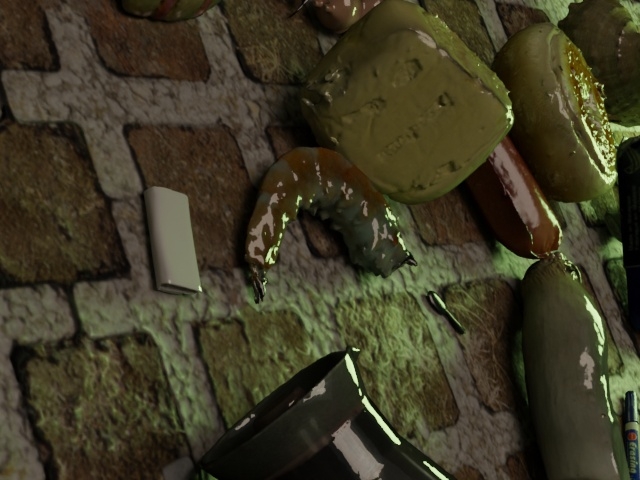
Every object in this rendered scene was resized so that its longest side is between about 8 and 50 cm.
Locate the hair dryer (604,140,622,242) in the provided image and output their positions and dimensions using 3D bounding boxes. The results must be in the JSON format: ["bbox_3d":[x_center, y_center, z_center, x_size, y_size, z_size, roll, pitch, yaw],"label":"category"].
[{"bbox_3d":[0.527,-0.116,2.409,0.206,0.075,0.237,-19,74,-47],"label":"hair dryer"}]

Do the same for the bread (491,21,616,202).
[{"bbox_3d":[0.365,-0.194,2.157,0.305,0.158,0.305,43,34,-39],"label":"bread"}]

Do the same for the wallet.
[{"bbox_3d":[-0.165,0.000,1.517,0.061,0.025,0.122,13,57,-44],"label":"wallet"}]

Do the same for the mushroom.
[{"bbox_3d":[0.359,0.187,1.944,0.177,0.126,0.397,40,38,-56],"label":"mushroom"}]

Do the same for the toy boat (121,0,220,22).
[{"bbox_3d":[-0.191,-0.393,1.686,0.293,0.111,0.276,47,45,-35],"label":"toy boat"}]

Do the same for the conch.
[{"bbox_3d":[0.539,-0.291,2.414,0.263,0.186,0.324,24,26,-40],"label":"conch"}]

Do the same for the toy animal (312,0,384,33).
[{"bbox_3d":[0.048,-0.331,1.944,0.150,0.089,0.083,-9,77,-43],"label":"toy animal"}]

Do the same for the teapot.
[{"bbox_3d":[0.039,0.317,1.407,0.300,0.253,0.344,-39,92,-22],"label":"teapot"}]

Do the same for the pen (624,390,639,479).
[{"bbox_3d":[0.480,0.319,2.083,0.025,0.025,0.204,37,42,-29],"label":"pen"}]

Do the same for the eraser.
[{"bbox_3d":[0.581,-0.015,2.289,0.155,0.101,0.332,3,81,-41],"label":"eraser"}]

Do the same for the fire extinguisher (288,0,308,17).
[{"bbox_3d":[-0.072,-0.445,1.891,0.089,0.072,0.268,-28,90,-19],"label":"fire extinguisher"}]

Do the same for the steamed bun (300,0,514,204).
[{"bbox_3d":[0.104,-0.189,1.813,0.273,0.232,0.166,35,19,-26],"label":"steamed bun"}]

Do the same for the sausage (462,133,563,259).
[{"bbox_3d":[0.253,-0.115,2.036,0.102,0.102,0.330,-30,90,-54],"label":"sausage"}]

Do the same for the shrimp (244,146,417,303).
[{"bbox_3d":[-0.001,-0.030,1.696,0.287,0.068,0.185,-8,78,-52],"label":"shrimp"}]

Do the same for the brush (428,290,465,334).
[{"bbox_3d":[0.174,0.100,1.873,0.083,0.008,0.024,48,37,-18],"label":"brush"}]
